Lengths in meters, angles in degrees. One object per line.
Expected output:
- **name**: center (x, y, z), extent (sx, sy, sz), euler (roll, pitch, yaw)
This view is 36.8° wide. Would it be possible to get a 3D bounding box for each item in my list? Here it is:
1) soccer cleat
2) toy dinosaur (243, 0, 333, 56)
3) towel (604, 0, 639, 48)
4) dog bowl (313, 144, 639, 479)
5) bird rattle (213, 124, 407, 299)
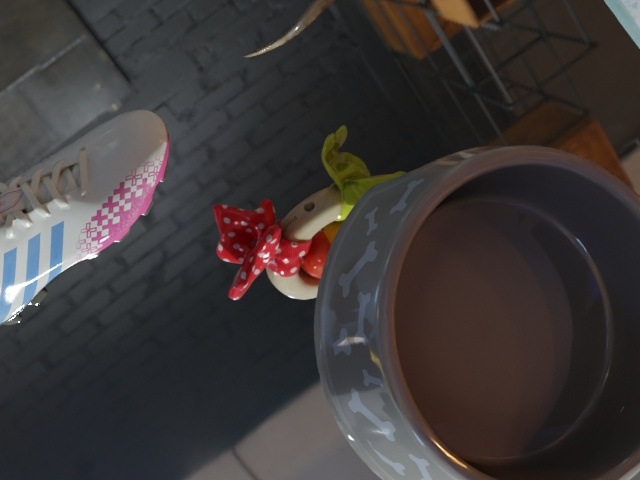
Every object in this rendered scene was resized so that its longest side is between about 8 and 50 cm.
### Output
- **soccer cleat**: center (-0.304, -0.024, 1.030), extent (0.331, 0.143, 0.116), euler (-43, -124, 14)
- **toy dinosaur**: center (0.030, -0.219, 0.745), extent (0.211, 0.064, 0.112), euler (-51, -179, -8)
- **towel**: center (0.536, -0.332, 1.239), extent (0.090, 0.374, 0.320), euler (-34, 177, -28)
- **dog bowl**: center (0.174, 0.075, 0.848), extent (0.349, 0.349, 0.102), euler (-44, -172, -18)
- **bird rattle**: center (0.000, 0.000, 1.144), extent (0.253, 0.207, 0.143), euler (-44, -126, -13)
